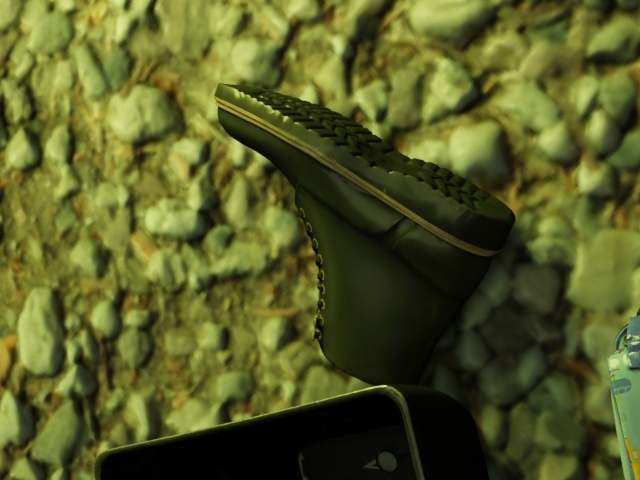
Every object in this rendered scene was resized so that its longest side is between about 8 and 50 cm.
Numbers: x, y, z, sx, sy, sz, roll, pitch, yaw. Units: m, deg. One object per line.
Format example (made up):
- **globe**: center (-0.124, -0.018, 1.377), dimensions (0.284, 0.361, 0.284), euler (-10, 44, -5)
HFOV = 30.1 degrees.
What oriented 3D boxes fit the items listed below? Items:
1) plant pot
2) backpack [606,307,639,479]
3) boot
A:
- **plant pot**: center (0.014, 0.179, 0.661), dimensions (0.188, 0.167, 0.188), euler (-17, 84, 25)
- **backpack**: center (0.241, 0.094, 0.576), dimensions (0.173, 0.117, 0.158), euler (-8, 90, 23)
- **boot**: center (0.000, 0.000, 0.716), dimensions (0.198, 0.077, 0.137), euler (32, 111, 23)
